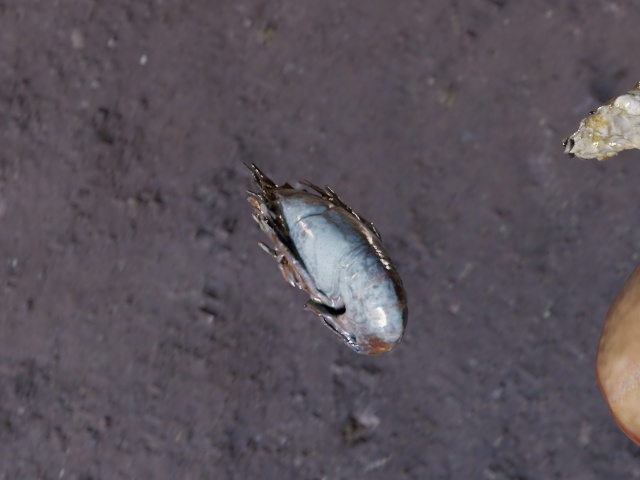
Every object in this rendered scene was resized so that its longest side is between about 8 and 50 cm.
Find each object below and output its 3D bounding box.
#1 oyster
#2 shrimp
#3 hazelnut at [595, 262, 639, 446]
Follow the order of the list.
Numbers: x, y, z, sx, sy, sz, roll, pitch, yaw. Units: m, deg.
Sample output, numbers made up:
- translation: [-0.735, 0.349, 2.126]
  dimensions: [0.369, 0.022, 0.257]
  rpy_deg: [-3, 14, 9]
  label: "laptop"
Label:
- translation: [0.339, -0.127, 1.963]
  dimensions: [0.081, 0.163, 0.191]
  rpy_deg: [66, 17, 16]
  label: "oyster"
- translation: [0.000, 0.000, 1.359]
  dimensions: [0.090, 0.079, 0.233]
  rpy_deg: [-14, 42, -28]
  label: "shrimp"
- translation: [0.298, 0.070, 1.216]
  dimensions: [0.214, 0.214, 0.176]
  rpy_deg: [-8, 64, -25]
  label: "hazelnut"
